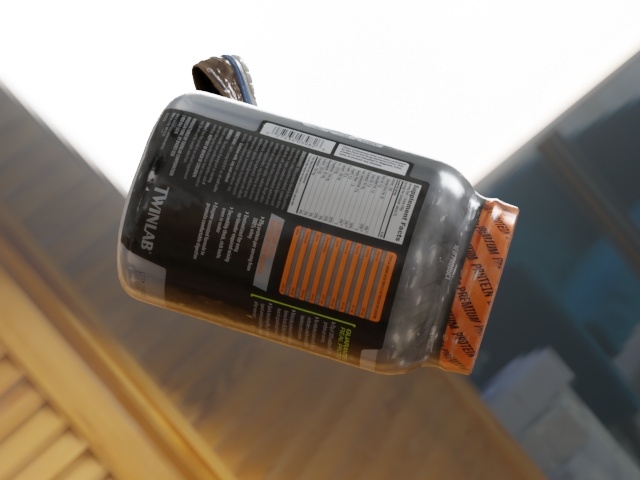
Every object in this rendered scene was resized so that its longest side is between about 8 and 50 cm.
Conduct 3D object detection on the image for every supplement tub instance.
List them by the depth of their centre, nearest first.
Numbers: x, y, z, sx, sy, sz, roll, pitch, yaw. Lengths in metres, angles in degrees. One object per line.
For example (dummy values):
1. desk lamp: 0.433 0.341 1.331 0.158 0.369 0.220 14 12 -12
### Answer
1. supplement tub: 0.000 0.000 1.560 0.193 0.316 0.193 17 -90 -84

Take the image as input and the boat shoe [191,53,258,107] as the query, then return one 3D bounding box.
1. boat shoe: -0.097 -0.114 1.971 0.066 0.183 0.066 -10 -18 -42
